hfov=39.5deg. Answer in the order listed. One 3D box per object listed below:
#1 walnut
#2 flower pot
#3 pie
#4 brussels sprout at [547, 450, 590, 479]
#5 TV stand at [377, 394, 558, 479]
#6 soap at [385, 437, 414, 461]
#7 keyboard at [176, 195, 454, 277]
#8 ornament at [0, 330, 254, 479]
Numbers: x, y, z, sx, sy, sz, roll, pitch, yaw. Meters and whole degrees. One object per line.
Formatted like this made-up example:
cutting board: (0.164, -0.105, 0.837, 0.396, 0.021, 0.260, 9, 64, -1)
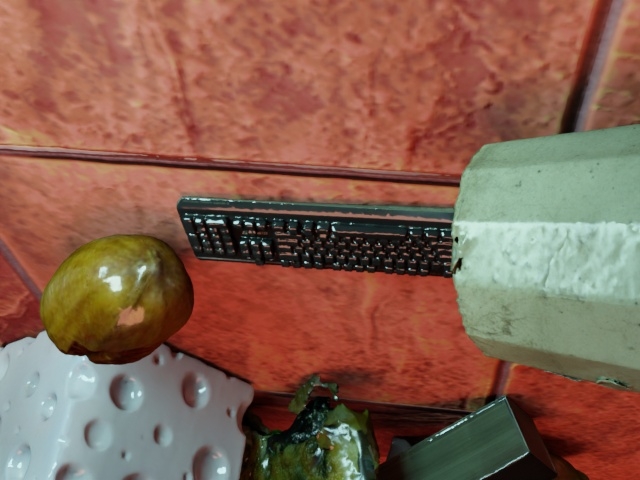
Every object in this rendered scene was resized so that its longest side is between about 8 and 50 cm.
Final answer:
walnut: (-0.186, 0.058, 0.795, 0.115, 0.116, 0.207, 26, 147, -28)
flower pot: (0.196, 0.016, 0.540, 0.202, 0.212, 0.212, -1, 150, 32)
pie: (-0.064, 0.324, 1.071, 0.078, 0.297, 0.371, 9, 160, -42)
brussels sprout: (0.256, 0.328, 1.129, 0.122, 0.149, 0.151, 37, 127, -16)
TV stand: (0.133, 0.292, 1.048, 0.269, 0.083, 0.088, -33, 137, 17)
soap: (0.201, 0.393, 1.118, 0.302, 0.258, 0.159, 1, 142, 33)
keyboard: (0.000, 0.000, 0.728, 0.230, 0.025, 0.094, 3, 148, 10)
ornament: (-0.256, 0.255, 1.029, 0.239, 0.240, 0.239, -19, 142, 40)
